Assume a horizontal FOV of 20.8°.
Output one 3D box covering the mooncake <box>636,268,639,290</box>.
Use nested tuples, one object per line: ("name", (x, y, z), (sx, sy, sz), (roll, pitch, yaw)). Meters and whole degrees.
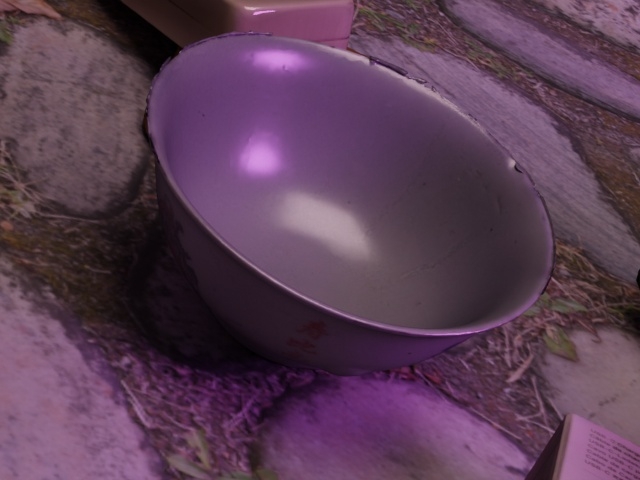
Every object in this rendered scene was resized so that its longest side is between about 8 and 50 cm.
("mooncake", (0.484, 0.049, 1.681), (0.351, 0.187, 0.351), (20, 27, -11))

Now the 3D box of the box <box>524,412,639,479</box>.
("box", (0.227, 0.250, 1.213), (0.203, 0.106, 0.252), (29, 23, 2))

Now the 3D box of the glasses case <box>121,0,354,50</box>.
("glasses case", (-0.115, -0.257, 1.697), (0.144, 0.076, 0.336), (-9, 33, -34))

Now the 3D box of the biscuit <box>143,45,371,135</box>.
("biscuit", (0.027, -0.089, 1.646), (0.385, 0.062, 0.365), (29, 31, 3))

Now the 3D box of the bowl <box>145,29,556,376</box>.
("bowl", (0.000, 0.000, 1.379), (0.345, 0.157, 0.345), (17, 36, -13))
